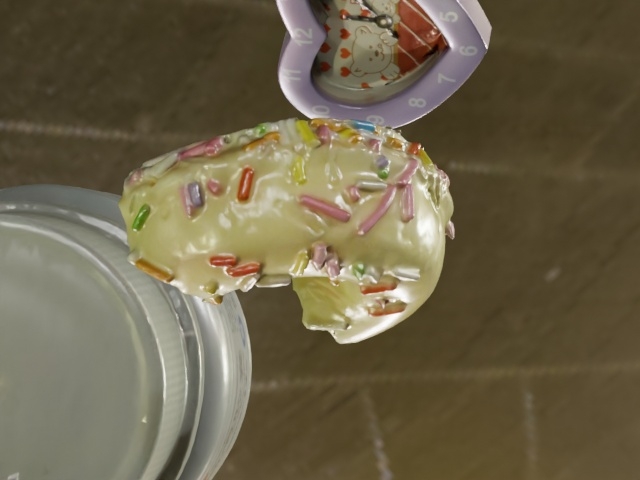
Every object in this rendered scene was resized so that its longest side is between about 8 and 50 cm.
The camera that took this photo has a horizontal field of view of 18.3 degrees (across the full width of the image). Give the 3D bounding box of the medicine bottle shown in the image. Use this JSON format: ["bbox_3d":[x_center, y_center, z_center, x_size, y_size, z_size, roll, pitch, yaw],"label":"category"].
[{"bbox_3d":[-0.176,0.085,1.264,0.245,0.245,0.306,-40,177,3],"label":"medicine bottle"}]

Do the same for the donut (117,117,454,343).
[{"bbox_3d":[0.002,-0.002,0.864,0.108,0.065,0.166,-21,155,28],"label":"donut"}]

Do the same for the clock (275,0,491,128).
[{"bbox_3d":[0.052,-0.177,1.596,0.172,0.064,0.198,4,136,7],"label":"clock"}]
